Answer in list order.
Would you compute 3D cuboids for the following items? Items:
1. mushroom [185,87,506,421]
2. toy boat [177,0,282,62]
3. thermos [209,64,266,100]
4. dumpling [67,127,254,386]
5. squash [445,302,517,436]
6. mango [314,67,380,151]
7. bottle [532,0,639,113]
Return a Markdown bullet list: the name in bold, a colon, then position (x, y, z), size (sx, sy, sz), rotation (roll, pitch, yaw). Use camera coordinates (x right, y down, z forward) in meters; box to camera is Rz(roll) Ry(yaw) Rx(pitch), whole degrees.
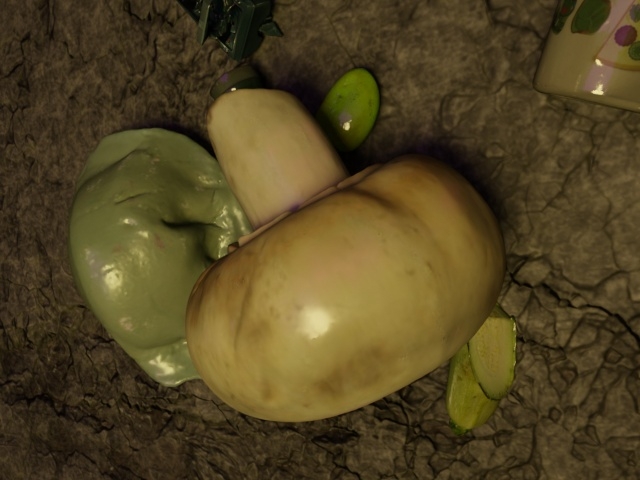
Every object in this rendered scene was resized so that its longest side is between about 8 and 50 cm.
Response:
- **mushroom**: position (0.023, 0.024, 0.604), size (0.325, 0.353, 0.353), rotation (7, 111, -20)
- **toy boat**: position (-0.162, -0.345, 0.716), size (0.246, 0.103, 0.093), rotation (49, 142, 14)
- **thermos**: position (-0.068, -0.141, 0.731), size (0.083, 0.073, 0.187), rotation (-31, 88, 8)
- **dumpling**: position (-0.232, 0.008, 0.789), size (0.212, 0.270, 0.320), rotation (14, 135, 46)
- **squash**: position (0.196, 0.178, 0.669), size (0.075, 0.090, 0.200), rotation (16, 115, 32)
- **mango**: position (0.036, -0.163, 0.679), size (0.073, 0.056, 0.108), rotation (25, 109, 14)
- **bottle**: position (0.291, -0.252, 0.491), size (0.120, 0.120, 0.253), rotation (21, 112, 22)
